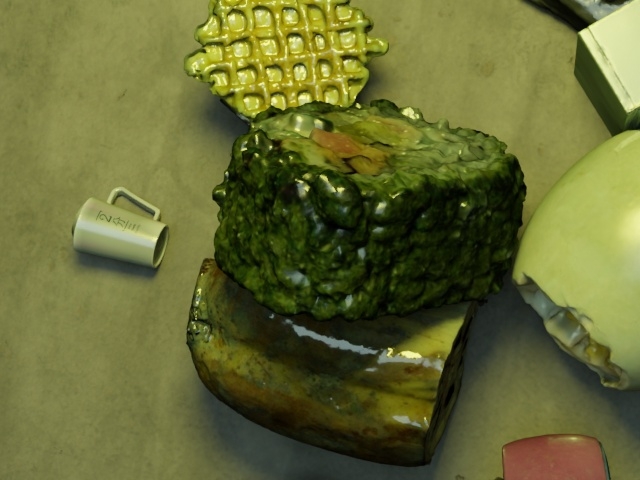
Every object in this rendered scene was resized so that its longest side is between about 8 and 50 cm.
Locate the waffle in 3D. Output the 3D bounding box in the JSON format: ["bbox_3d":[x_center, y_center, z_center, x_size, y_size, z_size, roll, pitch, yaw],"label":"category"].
[{"bbox_3d":[-0.042,-0.241,1.570,0.223,0.054,0.204,36,92,-3],"label":"waffle"}]

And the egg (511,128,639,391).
[{"bbox_3d":[0.398,0.003,1.450,0.336,0.278,0.278,-43,80,0],"label":"egg"}]

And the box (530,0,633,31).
[{"bbox_3d":[0.343,-0.469,1.593,0.350,0.091,0.359,40,91,11],"label":"box"}]

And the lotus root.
[{"bbox_3d":[0.005,0.122,1.531,0.346,0.250,0.250,16,88,7],"label":"lotus root"}]

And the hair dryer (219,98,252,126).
[{"bbox_3d":[0.017,-0.138,1.637,0.279,0.090,0.135,42,91,4],"label":"hair dryer"}]

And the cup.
[{"bbox_3d":[-0.260,-0.020,1.683,0.116,0.074,0.104,15,60,8],"label":"cup"}]

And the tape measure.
[{"bbox_3d":[0.273,0.349,1.471,0.149,0.231,0.245,-7,80,10],"label":"tape measure"}]

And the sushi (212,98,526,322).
[{"bbox_3d":[0.047,-0.047,1.437,0.294,0.352,0.178,32,121,41],"label":"sushi"}]

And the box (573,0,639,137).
[{"bbox_3d":[0.427,-0.227,1.488,0.225,0.225,0.117,-30,81,7],"label":"box"}]
